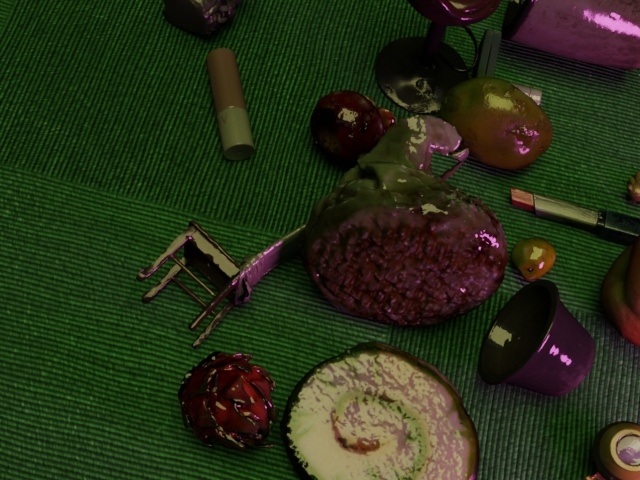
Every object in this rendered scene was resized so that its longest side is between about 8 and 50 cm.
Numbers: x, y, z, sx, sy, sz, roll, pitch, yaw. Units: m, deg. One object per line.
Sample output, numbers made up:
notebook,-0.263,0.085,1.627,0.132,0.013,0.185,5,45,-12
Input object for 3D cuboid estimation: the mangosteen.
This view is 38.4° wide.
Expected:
mangosteen,0.068,-0.251,1.992,0.166,0.166,0.180,41,41,13

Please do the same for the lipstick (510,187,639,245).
lipstick,0.561,-0.053,2.005,0.312,0.051,0.051,16,65,3

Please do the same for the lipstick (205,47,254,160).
lipstick,-0.200,-0.301,2.023,0.070,0.070,0.254,-8,65,-10

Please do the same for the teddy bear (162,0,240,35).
teddy bear,-0.227,-0.574,2.108,0.251,0.144,0.171,-44,53,-14

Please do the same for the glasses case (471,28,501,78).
glasses case,0.379,-0.398,2.132,0.039,0.078,0.184,15,64,0

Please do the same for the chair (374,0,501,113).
chair,0.255,-0.474,1.977,0.227,0.401,0.226,2,64,-4

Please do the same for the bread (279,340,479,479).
bread,0.102,0.388,1.695,0.366,0.129,0.381,16,65,-2

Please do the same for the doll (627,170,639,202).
doll,0.719,-0.123,2.054,0.062,0.051,0.093,25,63,13

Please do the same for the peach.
peach,0.699,0.101,1.837,0.252,0.252,0.252,3,64,-5

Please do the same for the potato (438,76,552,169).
potato,0.383,-0.255,2.006,0.253,0.186,0.148,16,49,6

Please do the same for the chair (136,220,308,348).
chair,-0.187,0.040,1.814,0.186,0.160,0.319,41,69,11

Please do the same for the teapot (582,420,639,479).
teapot,0.564,0.421,1.738,0.166,0.119,0.130,-30,63,-10

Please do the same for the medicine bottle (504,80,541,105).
medicine bottle,0.460,-0.331,2.121,0.089,0.057,0.057,14,64,1

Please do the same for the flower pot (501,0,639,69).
flower pot,0.625,-0.549,2.134,0.330,0.293,0.293,22,64,-4

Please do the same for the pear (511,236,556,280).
pear,0.449,0.038,1.927,0.092,0.092,0.097,10,63,-2

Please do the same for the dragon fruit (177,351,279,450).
dragon fruit,-0.167,0.294,1.687,0.189,0.182,0.182,5,64,2

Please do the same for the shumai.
shumai,0.164,-0.045,1.835,0.395,0.395,0.348,9,44,-2

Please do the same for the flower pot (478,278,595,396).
flower pot,0.434,0.210,1.790,0.148,0.235,0.235,33,64,-13
